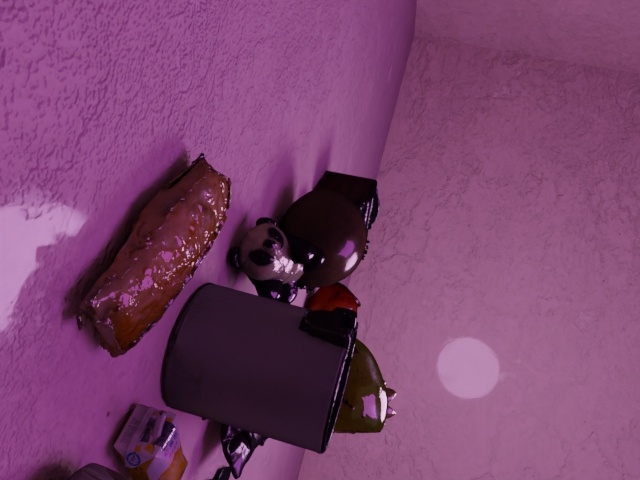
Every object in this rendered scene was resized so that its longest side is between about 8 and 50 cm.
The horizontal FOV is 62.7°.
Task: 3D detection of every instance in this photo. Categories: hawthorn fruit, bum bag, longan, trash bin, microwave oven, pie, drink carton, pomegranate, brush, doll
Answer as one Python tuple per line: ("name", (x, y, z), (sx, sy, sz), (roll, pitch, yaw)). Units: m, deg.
("hawthorn fruit", (0.034, 0.268, 1.886), (0.251, 0.190, 0.189), (-58, 160, -49))
("bum bag", (-0.169, 0.431, 1.223), (0.340, 0.095, 0.143), (32, 55, -83))
("longan", (0.000, 0.000, 1.243), (0.246, 0.215, 0.245), (-51, 150, -45))
("trash bin", (-0.089, 0.204, 0.866), (0.217, 0.263, 0.277), (-60, 162, -60))
("microwave oven", (0.074, -0.067, 1.624), (0.178, 0.188, 0.247), (-61, 162, -56))
("pie", (-0.187, 0.013, 0.632), (0.128, 0.069, 0.282), (92, 19, -47))
("drink carton", (-0.232, 0.282, 0.719), (0.084, 0.075, 0.199), (-67, 165, -47))
("pomegranate", (0.018, 0.302, 1.123), (0.359, 0.310, 0.215), (14, 64, -40))
("brush", (-0.242, 0.562, 1.225), (0.193, 0.016, 0.062), (77, 28, -70))
("doll", (-0.088, 0.041, 1.036), (0.143, 0.135, 0.234), (-52, 168, 2))

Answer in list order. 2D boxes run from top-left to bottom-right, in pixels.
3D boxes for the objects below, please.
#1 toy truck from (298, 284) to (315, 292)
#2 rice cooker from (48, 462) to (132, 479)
("toy truck", (-0.026, 0.011, 1.476), (0.121, 0.089, 0.258), (-48, 152, -67))
("rice cooker", (-0.236, 0.332, 0.577), (0.127, 0.145, 0.206), (-58, 160, -30))
